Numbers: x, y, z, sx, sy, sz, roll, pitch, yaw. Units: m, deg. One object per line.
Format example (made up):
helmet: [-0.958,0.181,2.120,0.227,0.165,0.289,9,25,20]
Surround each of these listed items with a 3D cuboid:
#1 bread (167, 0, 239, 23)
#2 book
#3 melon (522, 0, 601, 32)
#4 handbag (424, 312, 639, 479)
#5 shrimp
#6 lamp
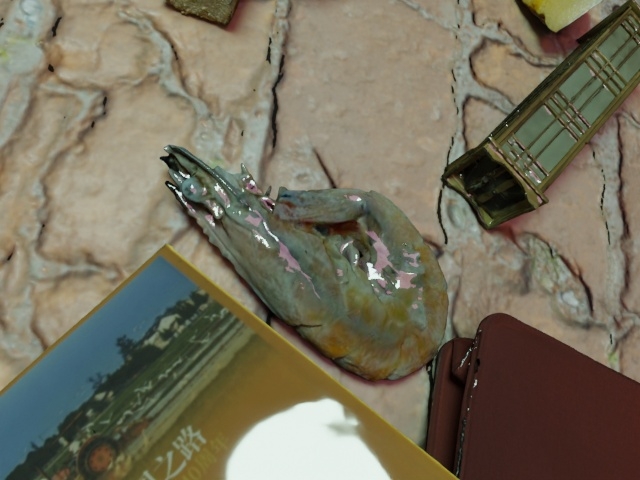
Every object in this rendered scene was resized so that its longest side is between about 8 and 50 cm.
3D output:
bread: [-0.108,-0.265,0.512,0.076,0.083,0.070,19,67,-13]
book: [-0.072,0.193,0.356,0.373,0.028,0.262,35,66,19]
melon: [0.304,-0.326,0.678,0.139,0.093,0.203,7,41,-44]
handbag: [0.206,0.227,0.452,0.259,0.084,0.276,27,54,-11]
shrimp: [0.000,0.000,0.492,0.316,0.062,0.164,40,63,-10]
lamp: [0.278,-0.151,0.608,0.090,0.089,0.325,47,66,-2]
